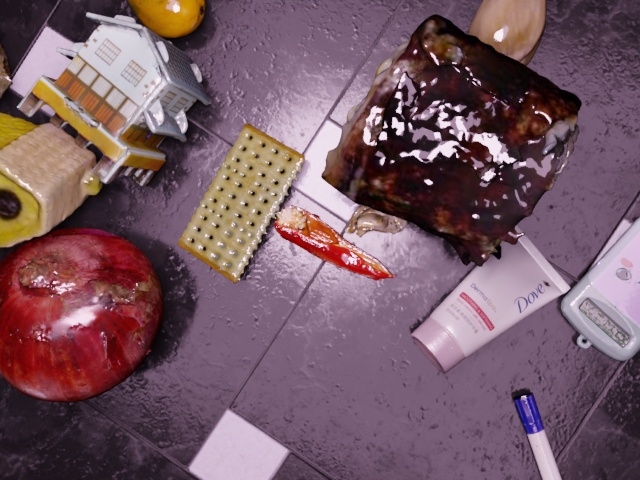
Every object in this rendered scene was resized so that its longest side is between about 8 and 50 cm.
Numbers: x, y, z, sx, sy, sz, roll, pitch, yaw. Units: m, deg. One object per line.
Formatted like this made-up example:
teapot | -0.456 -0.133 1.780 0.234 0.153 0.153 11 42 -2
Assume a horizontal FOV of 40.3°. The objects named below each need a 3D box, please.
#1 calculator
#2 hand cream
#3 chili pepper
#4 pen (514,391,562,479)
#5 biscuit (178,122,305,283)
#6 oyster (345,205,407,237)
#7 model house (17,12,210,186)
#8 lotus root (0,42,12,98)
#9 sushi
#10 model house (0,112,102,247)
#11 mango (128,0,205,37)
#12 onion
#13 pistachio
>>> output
calculator | 0.487 0.075 1.358 0.141 0.045 0.246 43 94 4
hand cream | 0.262 0.103 1.366 0.248 0.083 0.133 -41 89 -7
chili pepper | 0.000 0.000 1.397 0.268 0.050 0.059 29 50 5
pen | 0.362 0.369 1.370 0.033 0.033 0.269 -19 88 4
biscuit | -0.127 -0.062 1.403 0.139 0.016 0.231 31 92 25
oyster | 0.090 -0.030 1.405 0.083 0.038 0.081 32 103 -21
model house | -0.299 -0.220 1.342 0.198 0.224 0.215 42 96 6
lotus root | -0.660 -0.274 1.417 0.314 0.142 0.210 -15 128 -3
sushi | 0.195 -0.144 1.261 0.294 0.281 0.299 31 119 6
model house | -0.471 -0.101 1.342 0.234 0.193 0.175 9 116 8
mango | -0.253 -0.397 1.402 0.111 0.089 0.163 -32 75 -1
onion | -0.375 0.107 1.327 0.276 0.276 0.276 0 89 5
pistachio | 0.292 -0.339 1.353 0.126 0.108 0.186 20 83 46
